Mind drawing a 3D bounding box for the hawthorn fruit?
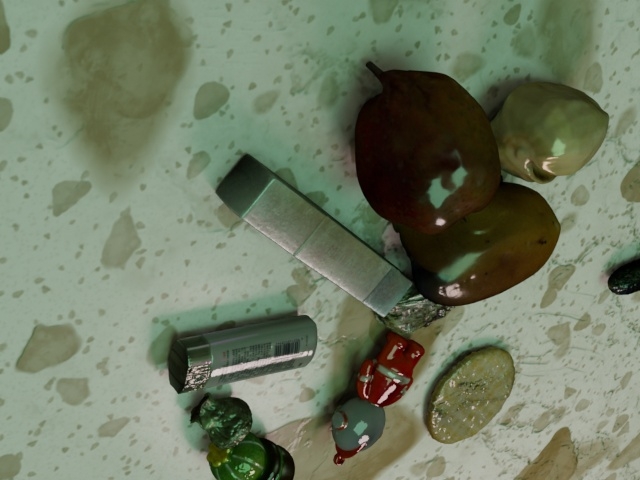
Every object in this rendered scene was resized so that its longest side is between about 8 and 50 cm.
[{"bbox_3d":[0.130,-0.137,1.534,0.208,0.208,0.248,-37,112,-12],"label":"hawthorn fruit"}]

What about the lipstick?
[{"bbox_3d":[0.000,0.000,1.596,0.076,0.080,0.371,-50,137,3],"label":"lipstick"}]

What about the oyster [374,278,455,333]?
[{"bbox_3d":[0.150,0.104,1.814,0.125,0.064,0.177,-34,148,7],"label":"oyster"}]

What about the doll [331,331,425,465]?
[{"bbox_3d":[0.087,0.270,1.870,0.142,0.076,0.245,25,99,-45],"label":"doll"}]

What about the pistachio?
[{"bbox_3d":[0.351,-0.169,1.722,0.229,0.157,0.157,-17,131,-46],"label":"pistachio"}]

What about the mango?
[{"bbox_3d":[0.249,0.000,1.746,0.287,0.152,0.201,-16,132,-28],"label":"mango"}]

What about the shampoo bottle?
[{"bbox_3d":[-0.112,0.166,1.642,0.227,0.056,0.086,-9,124,-35],"label":"shampoo bottle"}]

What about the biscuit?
[{"bbox_3d":[0.280,0.289,2.071,0.219,0.033,0.220,-22,132,-27],"label":"biscuit"}]

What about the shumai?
[{"bbox_3d":[-0.149,0.259,1.672,0.083,0.082,0.080,-58,142,-25],"label":"shumai"}]

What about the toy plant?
[{"bbox_3d":[-0.113,0.349,1.751,0.093,0.093,0.162,-51,138,3],"label":"toy plant"}]

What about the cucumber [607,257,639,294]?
[{"bbox_3d":[0.649,0.056,2.184,0.245,0.067,0.067,-22,132,-23],"label":"cucumber"}]
